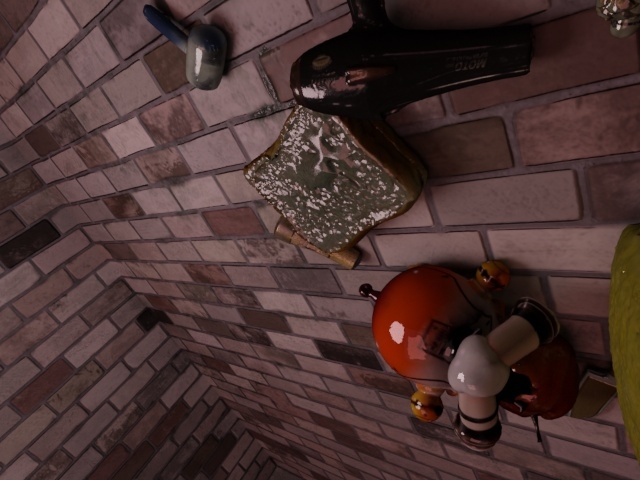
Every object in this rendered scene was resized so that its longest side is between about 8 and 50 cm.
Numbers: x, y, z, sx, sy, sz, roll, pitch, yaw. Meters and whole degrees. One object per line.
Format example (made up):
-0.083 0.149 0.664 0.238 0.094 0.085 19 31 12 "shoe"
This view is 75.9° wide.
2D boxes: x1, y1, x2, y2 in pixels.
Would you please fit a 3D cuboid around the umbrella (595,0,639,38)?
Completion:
0.308 -0.272 0.395 0.067 0.062 0.143 -8 126 8 "umbrella"

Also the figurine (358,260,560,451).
0.216 0.167 0.740 0.196 0.319 0.323 23 -176 -31 "figurine"

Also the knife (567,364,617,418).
0.520 0.253 0.753 0.061 0.027 0.342 17 140 25 "knife"

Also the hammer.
-0.258 -0.377 0.765 0.194 0.069 0.116 42 144 7 "hammer"

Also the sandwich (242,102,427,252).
0.016 -0.118 0.757 0.271 0.099 0.301 48 141 -3 "sandwich"

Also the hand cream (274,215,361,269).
0.000 0.000 0.916 0.203 0.084 0.084 28 141 5 "hand cream"

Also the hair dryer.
0.088 -0.332 0.488 0.304 0.120 0.359 -4 112 21 "hair dryer"

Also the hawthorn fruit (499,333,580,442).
0.384 0.260 0.745 0.157 0.193 0.157 6 159 2 "hawthorn fruit"

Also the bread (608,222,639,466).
0.488 0.140 0.423 0.308 0.348 0.348 -5 124 37 "bread"
